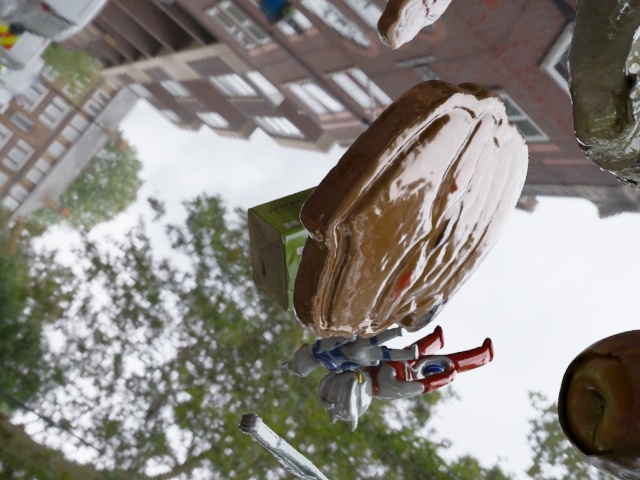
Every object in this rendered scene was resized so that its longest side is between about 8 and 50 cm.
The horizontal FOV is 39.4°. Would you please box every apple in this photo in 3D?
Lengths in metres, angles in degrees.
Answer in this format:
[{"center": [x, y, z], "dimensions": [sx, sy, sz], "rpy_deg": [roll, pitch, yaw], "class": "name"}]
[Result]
[{"center": [0.445, 0.235, 1.242], "dimensions": [0.208, 0.236, 0.237], "rpy_deg": [-3, -152, -1], "class": "apple"}]

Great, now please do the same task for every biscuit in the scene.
[{"center": [0.226, -0.491, 1.647], "dimensions": [0.334, 0.047, 0.202], "rpy_deg": [-49, 160, -5], "class": "biscuit"}, {"center": [0.127, -0.027, 1.102], "dimensions": [0.078, 0.455, 0.349], "rpy_deg": [33, -74, 29], "class": "biscuit"}]

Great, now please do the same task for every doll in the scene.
[{"center": [0.037, 0.178, 1.456], "dimensions": [0.228, 0.114, 0.057], "rpy_deg": [-15, -124, 17], "class": "doll"}, {"center": [0.143, 0.241, 1.638], "dimensions": [0.384, 0.099, 0.188], "rpy_deg": [-19, -161, -41], "class": "doll"}]

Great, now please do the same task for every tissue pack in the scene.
[{"center": [0.000, 0.000, 1.926], "dimensions": [0.275, 0.200, 0.167], "rpy_deg": [-20, -145, -26], "class": "tissue pack"}]

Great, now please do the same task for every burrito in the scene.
[{"center": [0.313, -0.230, 0.899], "dimensions": [0.107, 0.175, 0.347], "rpy_deg": [2, -100, 26], "class": "burrito"}]

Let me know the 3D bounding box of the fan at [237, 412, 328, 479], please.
[{"center": [-0.044, 0.254, 1.061], "dimensions": [0.057, 0.282, 0.023], "rpy_deg": [18, -111, 28], "class": "fan"}]
